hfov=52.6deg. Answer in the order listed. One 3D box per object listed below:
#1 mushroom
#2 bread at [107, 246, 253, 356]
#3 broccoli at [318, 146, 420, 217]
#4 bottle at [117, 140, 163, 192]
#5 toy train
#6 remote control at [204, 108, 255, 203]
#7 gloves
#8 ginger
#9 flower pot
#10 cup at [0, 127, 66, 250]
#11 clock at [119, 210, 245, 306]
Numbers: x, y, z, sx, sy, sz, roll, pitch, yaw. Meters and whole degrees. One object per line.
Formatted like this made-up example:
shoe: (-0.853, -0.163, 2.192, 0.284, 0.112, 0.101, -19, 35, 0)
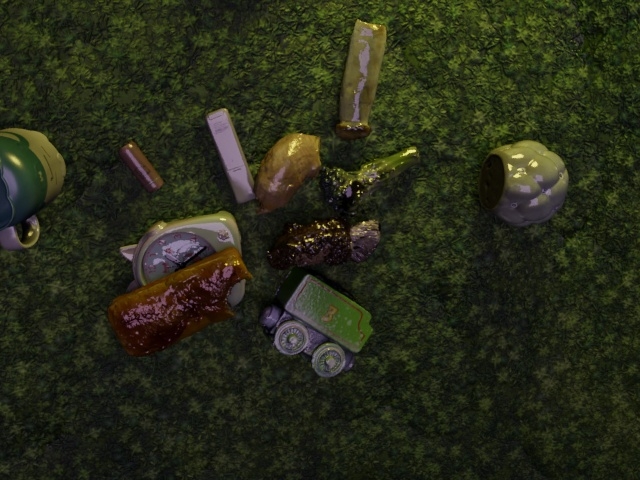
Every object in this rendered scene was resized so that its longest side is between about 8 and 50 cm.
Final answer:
mushroom: (0.106, -0.422, 1.726, 0.100, 0.081, 0.311, 6, 101, -15)
bread: (-0.351, 0.167, 1.686, 0.381, 0.109, 0.185, -25, 109, -3)
broccoli: (0.143, -0.181, 1.781, 0.304, 0.165, 0.145, -25, 78, -16)
bottle: (-0.471, -0.192, 1.699, 0.053, 0.053, 0.140, -34, 110, 1)
toy train: (-0.010, 0.234, 1.854, 0.307, 0.173, 0.248, 34, 89, -17)
remote control: (-0.239, -0.226, 1.747, 0.067, 0.029, 0.260, -21, 111, -5)
gloves: (-0.001, 0.007, 1.770, 0.313, 0.210, 0.135, -5, 88, -30)
ginger: (-0.093, -0.183, 1.728, 0.267, 0.138, 0.152, -41, 113, -3)
flower pot: (0.564, -0.156, 1.802, 0.196, 0.246, 0.245, 3, 105, -11)
cup: (-0.756, -0.118, 1.568, 0.220, 0.257, 0.289, -8, 108, -2)
clock: (-0.373, 0.061, 1.763, 0.325, 0.108, 0.264, -5, 108, -8)
